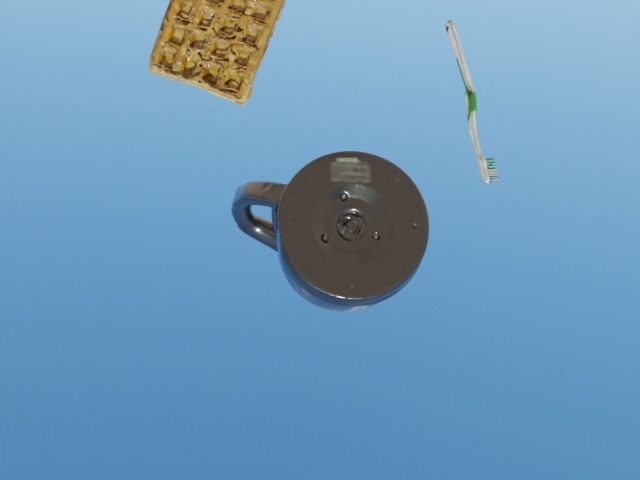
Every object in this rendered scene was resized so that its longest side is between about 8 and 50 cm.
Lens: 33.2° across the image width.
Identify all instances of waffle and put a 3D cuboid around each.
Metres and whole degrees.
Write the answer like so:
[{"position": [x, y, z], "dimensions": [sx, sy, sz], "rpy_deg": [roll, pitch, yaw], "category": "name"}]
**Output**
[{"position": [-0.184, -0.429, 2.050], "dimensions": [0.213, 0.308, 0.091], "rpy_deg": [21, -179, 2], "category": "waffle"}]

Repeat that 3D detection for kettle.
[{"position": [0.010, 0.014, 1.518], "dimensions": [0.251, 0.207, 0.271], "rpy_deg": [-8, 166, -7], "category": "kettle"}]

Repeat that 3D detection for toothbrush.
[{"position": [0.245, -0.233, 1.778], "dimensions": [0.030, 0.030, 0.304], "rpy_deg": [-4, -110, -24], "category": "toothbrush"}]
